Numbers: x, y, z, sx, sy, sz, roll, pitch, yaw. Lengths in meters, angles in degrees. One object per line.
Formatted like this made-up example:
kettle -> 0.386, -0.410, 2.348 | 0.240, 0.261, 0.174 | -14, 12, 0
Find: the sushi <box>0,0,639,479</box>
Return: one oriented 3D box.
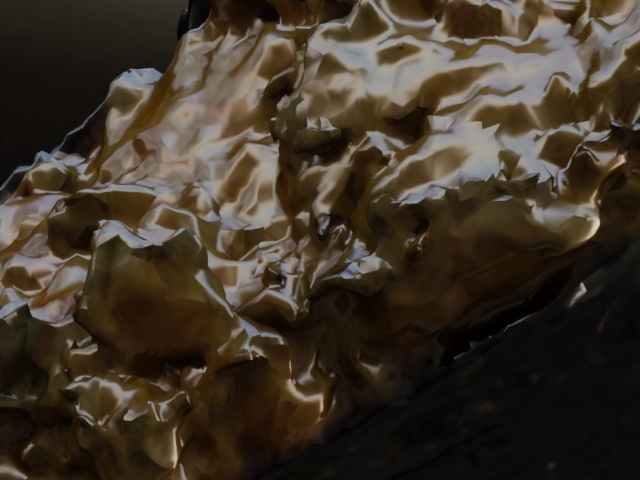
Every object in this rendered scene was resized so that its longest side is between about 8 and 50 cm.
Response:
sushi -> 0.000, 0.000, 0.432 | 0.348, 0.234, 0.207 | -32, -41, -4
